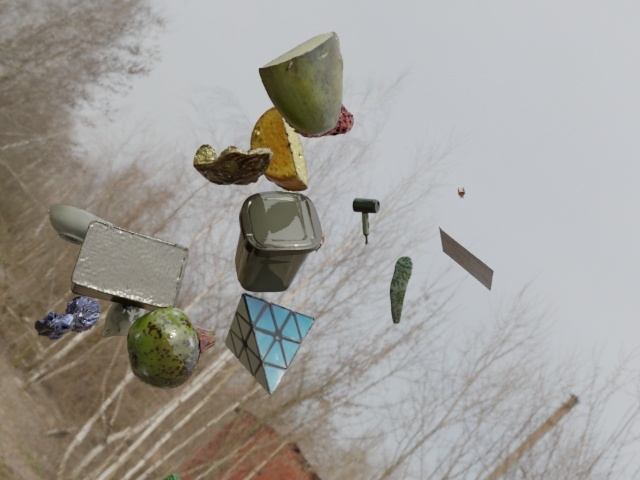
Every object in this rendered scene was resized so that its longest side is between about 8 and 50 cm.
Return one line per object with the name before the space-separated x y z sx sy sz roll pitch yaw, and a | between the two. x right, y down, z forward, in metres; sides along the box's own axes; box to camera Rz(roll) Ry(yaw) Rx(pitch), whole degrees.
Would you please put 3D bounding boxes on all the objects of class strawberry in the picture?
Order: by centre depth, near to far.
strawberry | -0.003 -0.360 1.863 0.236 0.111 0.190 15 -18 -31

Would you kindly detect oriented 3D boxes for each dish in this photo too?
dish | -0.808 -0.033 2.023 0.236 0.086 0.228 2 -23 34

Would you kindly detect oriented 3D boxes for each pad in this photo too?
pad | 0.536 0.074 2.229 0.247 0.007 0.367 43 -1 19

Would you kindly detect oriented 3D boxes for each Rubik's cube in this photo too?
Rubik's cube | -0.175 0.300 1.891 0.228 0.233 0.228 29 3 4

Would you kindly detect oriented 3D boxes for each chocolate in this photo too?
chocolate | -0.852 0.273 2.011 0.148 0.126 0.343 9 5 0

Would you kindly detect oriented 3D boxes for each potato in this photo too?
potato | -0.005 -0.411 1.670 0.112 0.269 0.255 18 -43 48

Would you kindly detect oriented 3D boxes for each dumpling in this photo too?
dumpling | -0.567 0.211 1.784 0.092 0.176 0.150 16 9 -3

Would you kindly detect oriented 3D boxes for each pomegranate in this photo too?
pomegranate | -0.378 0.274 1.574 0.214 0.248 0.214 4 -84 43

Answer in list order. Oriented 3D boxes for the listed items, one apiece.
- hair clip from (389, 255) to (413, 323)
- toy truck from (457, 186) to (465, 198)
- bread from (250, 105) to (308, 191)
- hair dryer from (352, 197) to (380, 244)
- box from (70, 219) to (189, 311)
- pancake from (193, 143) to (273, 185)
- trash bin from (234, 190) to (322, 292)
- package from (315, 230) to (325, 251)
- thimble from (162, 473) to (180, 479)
hair clip | 0.259 0.162 1.976 0.066 0.229 0.036 11 5 28
toy truck | 0.454 -0.154 1.946 0.083 0.024 0.032 -52 132 -72
bread | -0.169 -0.338 2.293 0.194 0.179 0.340 12 65 -77
hair dryer | 0.184 -0.072 2.385 0.100 0.057 0.198 9 -64 29
box | -0.516 0.079 1.631 0.273 0.184 0.143 18 -20 -22
pancake | -0.249 -0.204 1.650 0.257 0.212 0.056 135 -54 -60
trash bin | -0.140 0.016 1.772 0.250 0.219 0.220 115 -29 -47
package | 0.000 0.000 2.445 0.029 0.083 0.059 25 -34 -12
thimble | -0.538 0.915 2.200 0.118 0.090 0.130 57 -21 6
